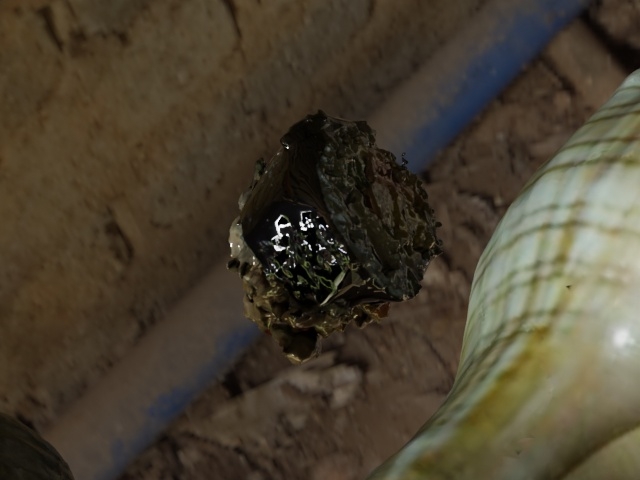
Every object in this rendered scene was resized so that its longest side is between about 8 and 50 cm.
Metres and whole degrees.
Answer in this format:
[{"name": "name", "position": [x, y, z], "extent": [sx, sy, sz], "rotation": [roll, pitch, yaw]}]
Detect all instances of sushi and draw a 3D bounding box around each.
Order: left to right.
[{"name": "sushi", "position": [-0.004, 0.003, 1.874], "extent": [0.238, 0.219, 0.225], "rotation": [-17, 75, -48]}]

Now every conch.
[{"name": "conch", "position": [0.112, 0.070, 0.537], "extent": [0.386, 0.169, 0.203], "rotation": [-48, 32, -15]}]

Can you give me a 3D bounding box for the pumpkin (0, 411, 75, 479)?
[{"name": "pumpkin", "position": [-0.332, 0.293, 1.458], "extent": [0.291, 0.257, 0.327], "rotation": [-35, 20, 17]}]
